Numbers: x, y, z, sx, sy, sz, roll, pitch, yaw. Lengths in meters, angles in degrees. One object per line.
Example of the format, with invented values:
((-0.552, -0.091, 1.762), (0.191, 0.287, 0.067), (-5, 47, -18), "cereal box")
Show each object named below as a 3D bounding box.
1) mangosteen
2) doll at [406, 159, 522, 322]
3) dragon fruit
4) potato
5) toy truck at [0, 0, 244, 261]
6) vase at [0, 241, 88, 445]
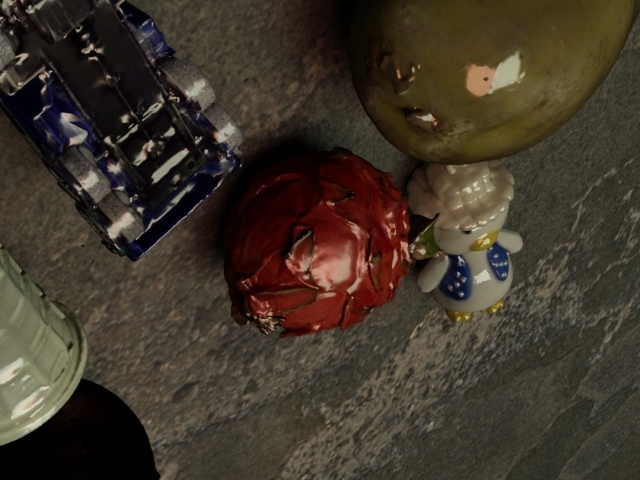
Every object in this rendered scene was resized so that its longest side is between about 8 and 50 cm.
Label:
((-0.259, 0.216, 0.919), (0.250, 0.211, 0.211), (4, 123, -15), "mangosteen")
((0.168, -0.002, 1.275), (0.138, 0.119, 0.293), (-21, 140, -5), "doll")
((0.000, 0.000, 1.034), (0.209, 0.172, 0.172), (-22, 136, -25), "dragon fruit")
((0.159, -0.207, 0.985), (0.326, 0.221, 0.243), (-57, 157, -15), "potato")
((-0.170, -0.120, 0.737), (0.124, 0.155, 0.268), (-44, 143, -13), "toy truck")
((-0.272, 0.000, 0.742), (0.143, 0.143, 0.299), (-38, 140, -21), "vase")
